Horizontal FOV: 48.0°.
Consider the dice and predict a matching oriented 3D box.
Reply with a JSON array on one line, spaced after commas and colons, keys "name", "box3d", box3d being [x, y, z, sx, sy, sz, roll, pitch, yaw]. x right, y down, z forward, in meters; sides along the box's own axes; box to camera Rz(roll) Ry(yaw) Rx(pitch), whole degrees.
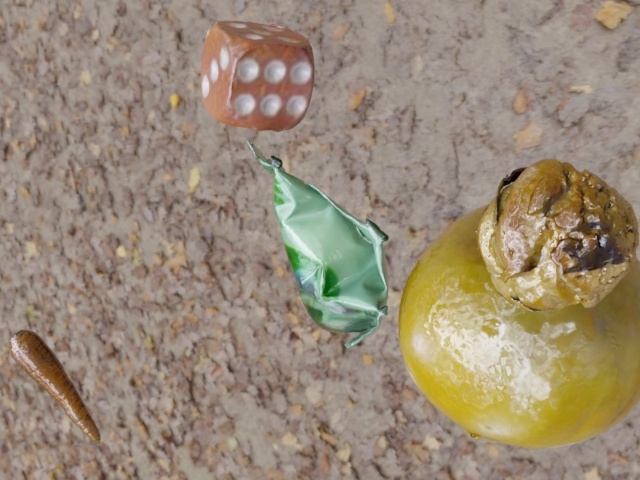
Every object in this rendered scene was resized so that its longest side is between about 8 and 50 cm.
[{"name": "dice", "box3d": [-0.119, -0.308, 1.354, 0.179, 0.174, 0.174, 48, 133, 48]}]

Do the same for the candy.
[{"name": "candy", "box3d": [-0.006, 0.003, 1.285, 0.398, 0.172, 0.263, 55, 171, 14]}]

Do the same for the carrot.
[{"name": "carrot", "box3d": [-0.387, 0.220, 1.066, 0.048, 0.048, 0.216, -12, 116, 41]}]

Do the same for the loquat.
[{"name": "loquat", "box3d": [0.264, 0.125, 0.954, 0.328, 0.328, 0.360, 30, 140, 30]}]

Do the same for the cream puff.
[{"name": "cream puff", "box3d": [0.195, -0.003, 0.573, 0.104, 0.133, 0.120, 154, 117, -74]}]
